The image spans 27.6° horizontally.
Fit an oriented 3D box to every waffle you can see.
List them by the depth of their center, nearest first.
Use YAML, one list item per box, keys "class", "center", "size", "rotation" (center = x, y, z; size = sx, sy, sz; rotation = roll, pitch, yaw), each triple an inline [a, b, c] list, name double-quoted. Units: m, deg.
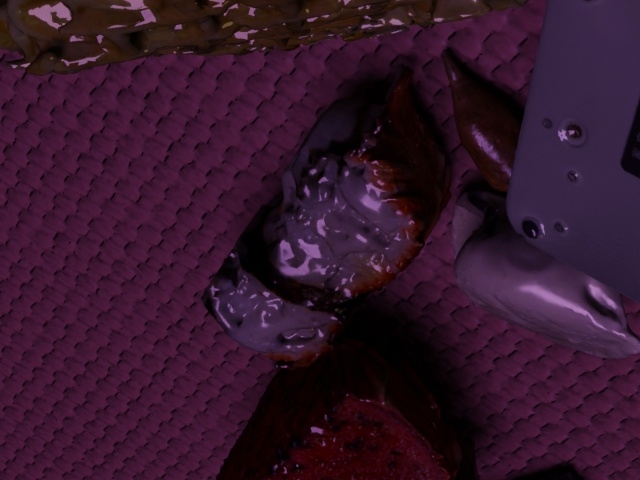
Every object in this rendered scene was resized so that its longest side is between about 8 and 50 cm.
- class: "waffle"
  center: [-0.028, -0.148, 0.766]
  size: [0.317, 0.297, 0.073]
  rotation: [-12, 85, 49]

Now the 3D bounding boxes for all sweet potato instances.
- class: "sweet potato"
  center: [0.120, -0.090, 0.961]
  size: [0.049, 0.049, 0.117]
  rotation: [-22, 107, 38]

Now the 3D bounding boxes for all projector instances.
- class: "projector"
  center: [0.234, -0.072, 0.834]
  size: [0.198, 0.108, 0.250]
  rotation: [31, 140, 25]

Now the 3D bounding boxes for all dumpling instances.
- class: "dumpling"
  center: [0.173, 0.032, 1.005]
  size: [0.176, 0.092, 0.150]
  rotation: [15, 157, 21]

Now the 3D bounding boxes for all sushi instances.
- class: "sushi"
  center: [0.000, 0.000, 1.037]
  size: [0.130, 0.124, 0.332]
  rotation: [34, 135, -10]

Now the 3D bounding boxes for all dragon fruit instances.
- class: "dragon fruit"
  center: [0.037, 0.199, 1.202]
  size: [0.205, 0.152, 0.317]
  rotation: [26, 131, -16]

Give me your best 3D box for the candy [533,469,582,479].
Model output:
- class: "candy"
  center: [0.141, 0.303, 1.289]
  size: [0.088, 0.061, 0.312]
  rotation: [44, 134, -20]
